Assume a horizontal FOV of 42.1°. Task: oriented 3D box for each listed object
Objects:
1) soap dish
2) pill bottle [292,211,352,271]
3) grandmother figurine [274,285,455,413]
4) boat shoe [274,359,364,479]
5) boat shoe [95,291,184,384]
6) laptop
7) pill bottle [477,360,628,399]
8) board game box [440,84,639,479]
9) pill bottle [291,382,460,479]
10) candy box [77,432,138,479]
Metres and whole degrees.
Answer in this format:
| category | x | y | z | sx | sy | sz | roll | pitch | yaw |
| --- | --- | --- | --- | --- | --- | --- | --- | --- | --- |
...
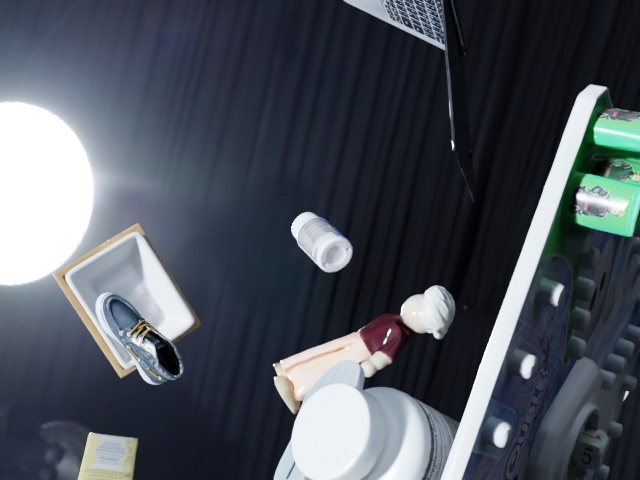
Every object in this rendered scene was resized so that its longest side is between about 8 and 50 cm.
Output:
| category | x | y | z | sx | sy | sz | roll | pitch | yaw |
| --- | --- | --- | --- | --- | --- | --- | --- | --- | --- |
| soap dish | -0.456 | 0.141 | 1.965 | 0.290 | 0.229 | 0.118 | 60 | 157 | -11 |
| pill bottle | 0.000 | 0.000 | 1.671 | 0.078 | 0.078 | 0.137 | 15 | -162 | -36 |
| grandmother figurine | 0.084 | 0.185 | 1.473 | 0.104 | 0.342 | 0.208 | 60 | -177 | -21 |
| boat shoe | 0.006 | 0.290 | 1.259 | 0.083 | 0.226 | 0.076 | 14 | 153 | 43 |
| boat shoe | -0.294 | 0.158 | 1.381 | 0.083 | 0.065 | 0.183 | -20 | 108 | 50 |
| laptop | 0.111 | -0.288 | 1.312 | 0.408 | 0.236 | 0.382 | 30 | 180 | 16 |
| pill bottle | 0.267 | 0.160 | 0.957 | 0.112 | 0.112 | 0.186 | 15 | 163 | -10 |
| board game box | 0.176 | 0.153 | 0.571 | 0.050 | 0.389 | 0.390 | 17 | 171 | 31 |
| pill bottle | 0.111 | 0.311 | 1.170 | 0.176 | 0.176 | 0.318 | 14 | 165 | 48 |
| candy box | -0.342 | 0.460 | 1.262 | 0.088 | 0.182 | 0.316 | 9 | -160 | -10 |
